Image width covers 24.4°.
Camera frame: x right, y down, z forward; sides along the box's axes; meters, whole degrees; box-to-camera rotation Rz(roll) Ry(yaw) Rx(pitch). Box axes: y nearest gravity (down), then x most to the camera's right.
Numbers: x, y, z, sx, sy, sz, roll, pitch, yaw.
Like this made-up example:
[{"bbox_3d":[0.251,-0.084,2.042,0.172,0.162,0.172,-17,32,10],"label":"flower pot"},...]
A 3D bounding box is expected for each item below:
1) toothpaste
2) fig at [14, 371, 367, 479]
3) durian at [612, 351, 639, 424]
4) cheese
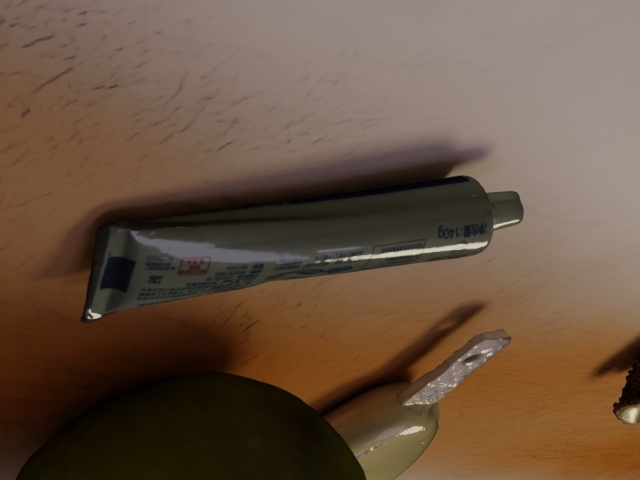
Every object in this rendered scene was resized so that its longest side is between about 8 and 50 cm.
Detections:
[{"bbox_3d":[-0.001,0.000,0.817,0.268,0.047,0.069,-10,173,-27],"label":"toothpaste"},{"bbox_3d":[-0.073,0.237,0.927,0.258,0.326,0.258,-7,125,-10],"label":"fig"},{"bbox_3d":[0.339,0.132,1.432,0.110,0.071,0.140,-14,169,-14],"label":"durian"},{"bbox_3d":[0.064,0.139,1.189,0.127,0.054,0.251,-2,148,-43],"label":"cheese"}]
